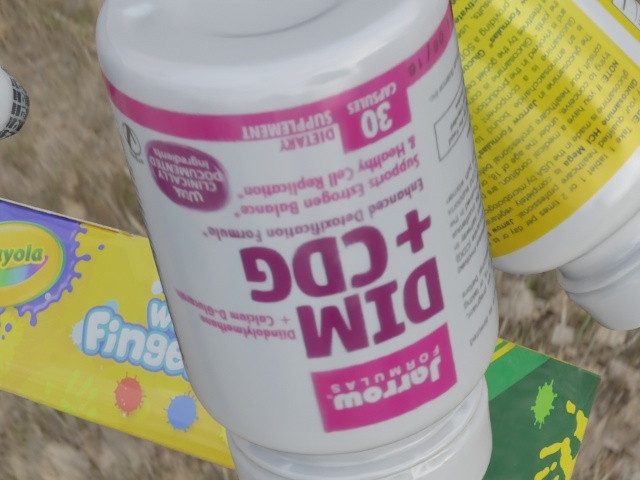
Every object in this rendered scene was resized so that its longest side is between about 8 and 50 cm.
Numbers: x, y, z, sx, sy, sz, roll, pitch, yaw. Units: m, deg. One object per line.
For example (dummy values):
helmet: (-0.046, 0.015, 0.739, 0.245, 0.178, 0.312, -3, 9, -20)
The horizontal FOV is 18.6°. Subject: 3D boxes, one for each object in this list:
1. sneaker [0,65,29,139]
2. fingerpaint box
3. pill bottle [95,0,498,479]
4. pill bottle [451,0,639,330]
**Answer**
sneaker: (-0.259, -0.064, 0.957, 0.235, 0.095, 0.090, 4, 90, 25)
fingerpaint box: (-0.050, 0.111, 1.656, 0.445, 0.371, 0.163, 14, 86, 33)
pill bottle: (0.000, 0.000, 0.939, 0.160, 0.283, 0.160, -8, 35, 6)
pill bottle: (0.113, -0.101, 1.227, 0.334, 0.188, 0.188, 42, 78, -15)
